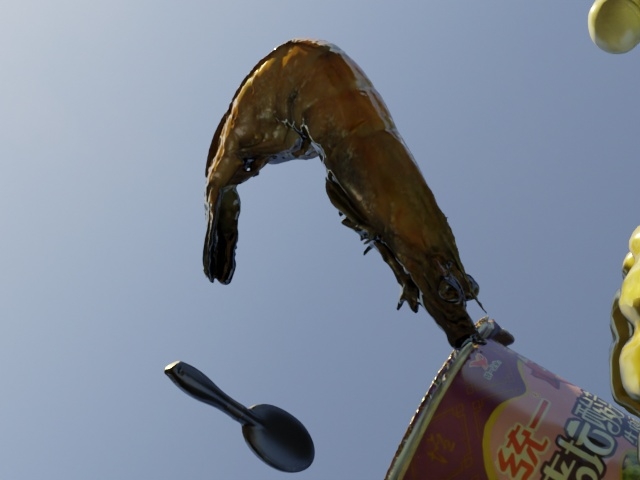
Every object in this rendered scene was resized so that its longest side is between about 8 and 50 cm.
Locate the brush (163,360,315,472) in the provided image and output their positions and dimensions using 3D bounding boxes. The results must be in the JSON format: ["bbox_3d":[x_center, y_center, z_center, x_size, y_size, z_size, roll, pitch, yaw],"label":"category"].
[{"bbox_3d":[-0.031,0.070,0.409,0.008,0.083,0.024,-6,-127,47],"label":"brush"}]

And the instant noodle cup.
[{"bbox_3d":[0.203,0.267,0.909,0.266,0.340,0.340,21,-95,19],"label":"instant noodle cup"}]

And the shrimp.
[{"bbox_3d":[0.000,0.000,0.687,0.198,0.051,0.262,-50,-118,34],"label":"shrimp"}]

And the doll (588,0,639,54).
[{"bbox_3d":[0.257,-0.269,0.802,0.155,0.113,0.275,-12,-100,42],"label":"doll"}]

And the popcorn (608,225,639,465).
[{"bbox_3d":[0.268,0.059,0.442,0.270,0.224,0.258,-21,-109,23],"label":"popcorn"}]
